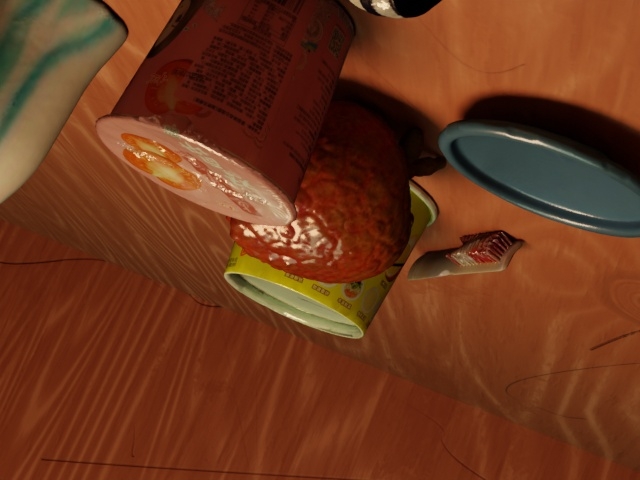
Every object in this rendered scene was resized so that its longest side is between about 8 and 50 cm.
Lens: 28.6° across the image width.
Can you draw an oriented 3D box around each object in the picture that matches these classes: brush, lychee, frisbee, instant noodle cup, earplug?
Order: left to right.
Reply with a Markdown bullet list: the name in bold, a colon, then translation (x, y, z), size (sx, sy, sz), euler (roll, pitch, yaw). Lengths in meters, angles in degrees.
- **earplug**: translation (-0.412, -0.182, 1.683), size (0.185, 0.324, 0.185), euler (23, 166, 6)
- **instant noodle cup**: translation (-0.094, -0.171, 1.393), size (0.243, 0.231, 0.243), euler (22, 166, 6)
- **instant noodle cup**: translation (0.000, 0.000, 1.906), size (0.311, 0.221, 0.311), euler (22, 166, 6)
- **lychee**: translation (0.025, -0.063, 1.628), size (0.300, 0.255, 0.255), euler (-10, 165, -1)
- **brush**: translation (0.213, 0.025, 2.000), size (0.050, 0.060, 0.321), euler (40, 162, -13)
- **frisbee**: translation (0.279, -0.084, 1.484), size (0.290, 0.049, 0.289), euler (23, 170, 4)

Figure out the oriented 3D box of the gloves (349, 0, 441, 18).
- **gloves**: translation (0.023, -0.281, 1.063), size (0.218, 0.131, 0.140), euler (52, -173, 36)
